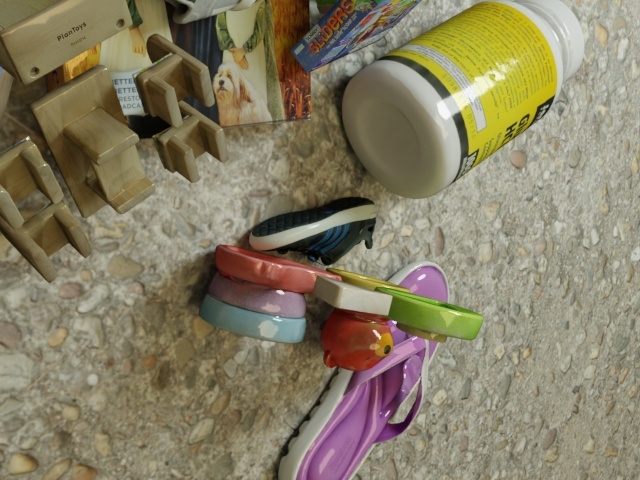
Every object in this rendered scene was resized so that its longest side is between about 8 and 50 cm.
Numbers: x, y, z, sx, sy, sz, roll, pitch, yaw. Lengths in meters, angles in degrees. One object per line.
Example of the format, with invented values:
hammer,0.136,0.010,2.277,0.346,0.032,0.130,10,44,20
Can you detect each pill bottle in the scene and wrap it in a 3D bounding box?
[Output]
pill bottle,0.206,-0.211,0.996,0.333,0.187,0.188,-35,121,-27

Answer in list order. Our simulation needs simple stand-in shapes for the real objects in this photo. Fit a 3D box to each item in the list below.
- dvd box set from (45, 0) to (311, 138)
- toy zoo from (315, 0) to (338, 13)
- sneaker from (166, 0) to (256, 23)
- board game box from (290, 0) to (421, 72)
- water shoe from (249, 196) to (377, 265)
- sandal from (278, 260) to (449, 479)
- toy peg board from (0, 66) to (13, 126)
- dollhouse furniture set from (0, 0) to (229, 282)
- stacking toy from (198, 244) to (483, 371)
dvd box set,-0.145,-0.324,0.760,0.307,0.062,0.421,-13,110,-37
toy zoo,-0.004,-0.425,0.790,0.192,0.030,0.293,-67,148,-25
sneaker,-0.140,-0.311,0.672,0.132,0.086,0.229,-32,122,-27
board game box,0.064,-0.272,0.857,0.035,0.136,0.201,52,37,-2
water shoe,0.000,0.000,0.959,0.203,0.073,0.080,-17,111,-35
sandal,0.098,0.226,1.082,0.169,0.102,0.416,42,75,-39
toy peg board,-0.356,-0.111,0.635,0.160,0.079,0.161,14,93,-40
dollhouse furniture set,-0.229,-0.131,0.640,0.212,0.161,0.242,-39,148,-24
stacking toy,0.022,0.108,0.878,0.308,0.279,0.131,14,92,-36
